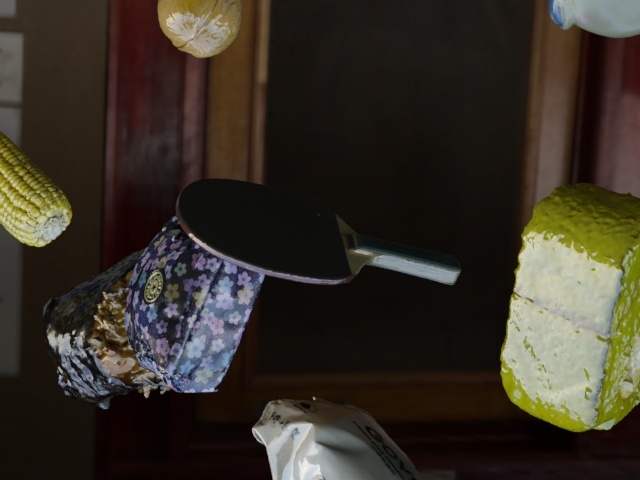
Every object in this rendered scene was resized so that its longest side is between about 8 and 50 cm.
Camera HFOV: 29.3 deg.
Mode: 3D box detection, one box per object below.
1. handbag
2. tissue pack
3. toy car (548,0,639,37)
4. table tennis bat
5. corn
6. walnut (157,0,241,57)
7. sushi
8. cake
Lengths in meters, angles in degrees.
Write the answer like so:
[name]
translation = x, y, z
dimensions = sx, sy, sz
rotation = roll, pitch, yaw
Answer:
[handbag]
translation = -0.172, 0.071, 1.571
dimensions = 0.126, 0.229, 0.208
rotation = 23, 175, -34
[tissue pack]
translation = 0.064, 0.435, 2.049
dimensions = 0.195, 0.375, 0.390
rotation = -40, 161, 14
[toy car]
translation = 0.393, -0.328, 1.393
dimensions = 0.336, 0.226, 0.242
rotation = -8, -136, -6
[table tennis bat]
translation = 0.000, 0.000, 1.125
dimensions = 0.274, 0.021, 0.154
rotation = 13, -151, -16
[corn]
translation = -0.335, -0.071, 1.272
dimensions = 0.203, 0.072, 0.072
rotation = 43, -154, 22
[walnut]
translation = -0.232, -0.446, 2.362
dimensions = 0.165, 0.165, 0.197
rotation = 2, -138, -10
[sushi]
translation = -0.253, 0.130, 1.909
dimensions = 0.207, 0.234, 0.348
rotation = -16, -162, 44
[cake]
translation = 0.301, 0.074, 1.333
dimensions = 0.156, 0.261, 0.179
rotation = 25, -153, 37
